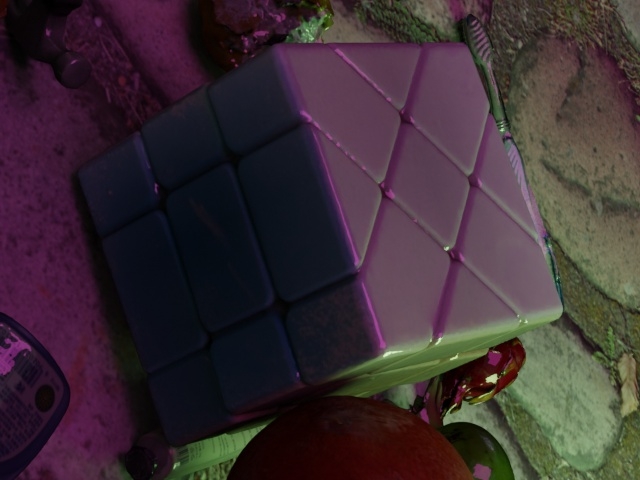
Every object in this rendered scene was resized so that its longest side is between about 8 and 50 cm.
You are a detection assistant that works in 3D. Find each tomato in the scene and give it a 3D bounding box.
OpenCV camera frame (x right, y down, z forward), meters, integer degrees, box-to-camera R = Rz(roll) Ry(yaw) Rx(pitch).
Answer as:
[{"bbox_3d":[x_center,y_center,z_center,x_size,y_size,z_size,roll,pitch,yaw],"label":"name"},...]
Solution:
[{"bbox_3d":[0.028,0.273,1.781,0.265,0.265,0.265,17,66,-43],"label":"tomato"}]

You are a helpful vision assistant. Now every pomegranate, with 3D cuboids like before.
[{"bbox_3d":[0.137,0.250,2.132,0.131,0.152,0.191,21,47,-63],"label":"pomegranate"}]

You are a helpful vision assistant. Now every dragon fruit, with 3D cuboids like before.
[{"bbox_3d":[0.177,0.165,2.245,0.190,0.094,0.094,-44,111,-32],"label":"dragon fruit"}]

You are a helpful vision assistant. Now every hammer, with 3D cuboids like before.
[{"bbox_3d":[-0.243,-0.281,1.834,0.041,0.226,0.159,-3,42,-44],"label":"hammer"}]

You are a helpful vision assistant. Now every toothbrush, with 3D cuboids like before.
[{"bbox_3d":[0.253,-0.097,2.441,0.035,0.042,0.413,-17,92,-11],"label":"toothbrush"}]

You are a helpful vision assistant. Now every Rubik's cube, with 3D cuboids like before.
[{"bbox_3d":[0.000,0.000,1.903,0.319,0.316,0.322,-8,77,-50],"label":"Rubik's cube"}]

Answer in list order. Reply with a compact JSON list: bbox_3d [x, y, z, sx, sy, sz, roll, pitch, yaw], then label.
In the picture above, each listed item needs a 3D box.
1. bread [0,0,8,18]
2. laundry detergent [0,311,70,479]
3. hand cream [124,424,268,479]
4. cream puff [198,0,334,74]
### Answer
[{"bbox_3d":[-0.409,-0.251,1.712,0.250,0.133,0.179,47,45,-28],"label":"bread"},{"bbox_3d":[-0.346,0.202,1.676,0.143,0.094,0.290,55,48,-28],"label":"laundry detergent"},{"bbox_3d":[-0.115,0.202,1.953,0.234,0.050,0.080,-17,82,-52],"label":"hand cream"},{"bbox_3d":[-0.063,-0.240,2.096,0.156,0.156,0.121,14,26,-44],"label":"cream puff"}]
